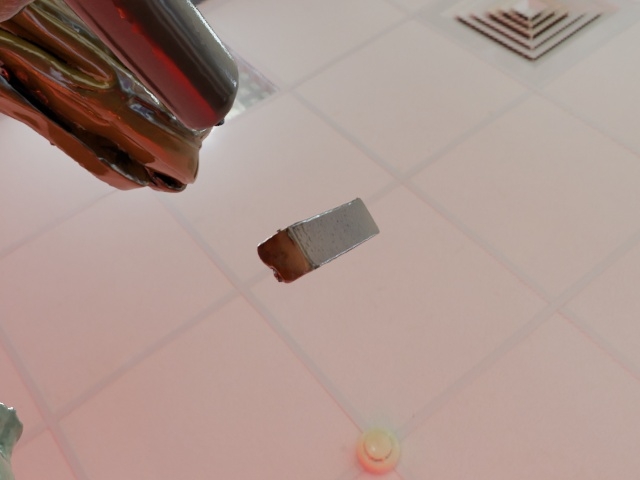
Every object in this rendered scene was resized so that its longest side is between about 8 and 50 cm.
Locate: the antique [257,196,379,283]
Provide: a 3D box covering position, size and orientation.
[{"bbox_3d":[0.000,0.000,1.228,0.093,0.310,0.087,-31,-92,28],"label":"antique"}]

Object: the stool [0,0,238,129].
[{"bbox_3d":[-0.118,-0.270,0.382,0.310,0.226,0.310,43,-79,20],"label":"stool"}]

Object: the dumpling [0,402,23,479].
[{"bbox_3d":[-0.583,0.400,0.969,0.211,0.270,0.321,-26,-130,14],"label":"dumpling"}]

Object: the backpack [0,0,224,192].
[{"bbox_3d":[-0.289,-0.205,0.782,0.353,0.378,0.201,29,-95,46],"label":"backpack"}]
